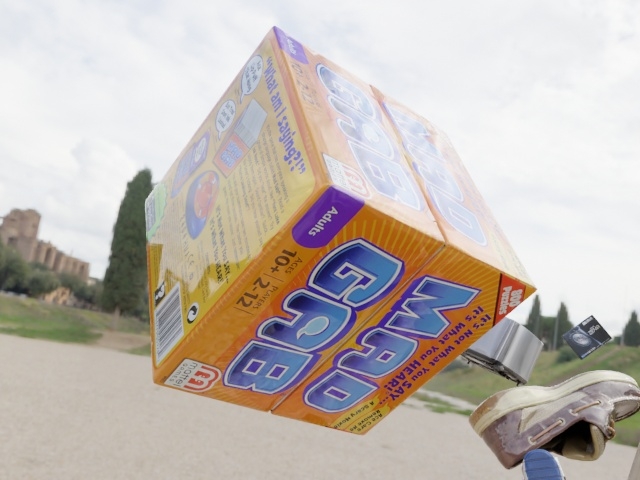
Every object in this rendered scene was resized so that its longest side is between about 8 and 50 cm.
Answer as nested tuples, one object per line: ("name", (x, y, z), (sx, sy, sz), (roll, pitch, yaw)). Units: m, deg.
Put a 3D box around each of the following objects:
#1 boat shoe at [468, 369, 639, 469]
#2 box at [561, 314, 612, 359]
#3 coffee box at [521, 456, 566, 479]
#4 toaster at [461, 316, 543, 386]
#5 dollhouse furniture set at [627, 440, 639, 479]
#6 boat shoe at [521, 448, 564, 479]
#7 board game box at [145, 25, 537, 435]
("boat shoe", (0.395, 0.293, 1.089), (0.342, 0.123, 0.123), (2, -49, -31))
("box", (0.592, 0.215, 1.542), (0.083, 0.067, 0.018), (-39, -22, 12))
("coffee box", (0.550, 0.625, 1.698), (0.098, 0.141, 0.246), (-9, -10, 14))
("toaster", (0.373, 0.226, 1.495), (0.185, 0.110, 0.168), (20, -11, 47))
("dollhouse furniture set", (0.464, 0.290, 0.922), (0.161, 0.212, 0.242), (21, -8, 4))
("boat shoe", (0.313, 0.378, 0.928), (0.066, 0.183, 0.066), (-6, -40, 10))
("board game box", (0.000, 0.000, 0.983), (0.356, 0.356, 0.356), (24, -57, -33))
